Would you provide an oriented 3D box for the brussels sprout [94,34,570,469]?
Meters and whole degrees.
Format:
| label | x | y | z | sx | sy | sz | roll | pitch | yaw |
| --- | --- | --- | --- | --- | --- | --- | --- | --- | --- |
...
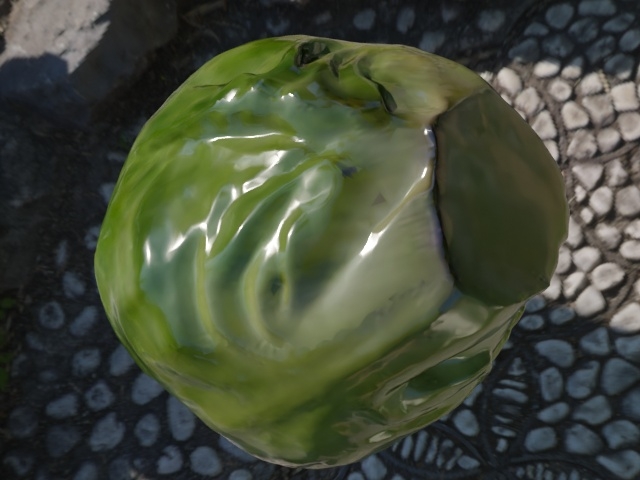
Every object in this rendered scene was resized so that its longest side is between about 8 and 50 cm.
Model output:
| label | x | y | z | sx | sy | sz | roll | pitch | yaw |
| --- | --- | --- | --- | --- | --- | --- | --- | --- | --- |
| brussels sprout | 0.000 | 0.000 | 0.469 | 0.244 | 0.244 | 0.244 | -1 | 81 | 4 |
